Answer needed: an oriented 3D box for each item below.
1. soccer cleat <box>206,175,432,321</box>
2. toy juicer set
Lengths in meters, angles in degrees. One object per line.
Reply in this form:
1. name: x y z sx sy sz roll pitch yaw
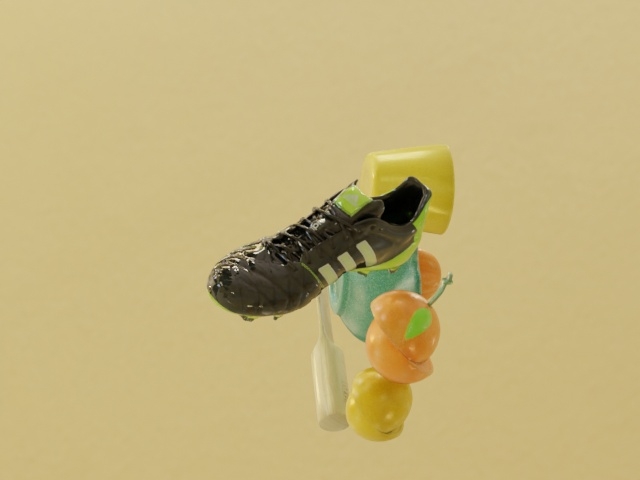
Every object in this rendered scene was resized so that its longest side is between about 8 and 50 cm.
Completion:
1. soccer cleat: 0.000 0.000 1.160 0.179 0.072 0.060 -19 -128 -41
2. toy juicer set: 0.055 0.064 1.463 0.329 0.089 0.209 125 145 -70
